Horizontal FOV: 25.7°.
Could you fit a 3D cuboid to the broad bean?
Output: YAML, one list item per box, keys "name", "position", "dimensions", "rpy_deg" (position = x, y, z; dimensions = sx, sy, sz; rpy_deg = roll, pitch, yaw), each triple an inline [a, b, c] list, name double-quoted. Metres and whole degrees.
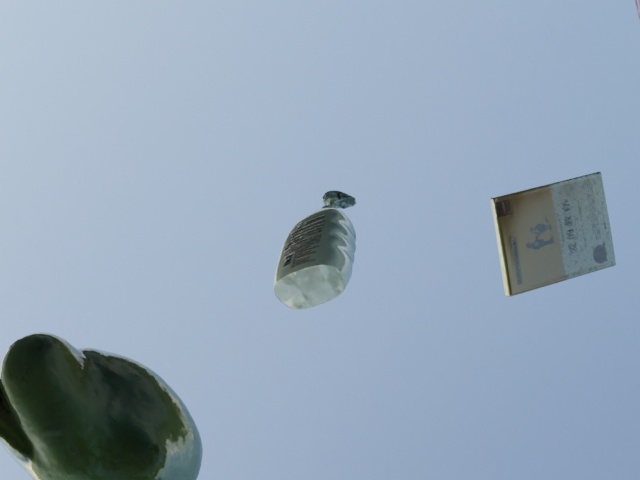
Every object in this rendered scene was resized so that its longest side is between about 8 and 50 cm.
- name: "broad bean"
  position: [-0.220, 0.177, 1.344]
  dimensions: [0.228, 0.100, 0.169]
  rpy_deg: [14, -133, -12]

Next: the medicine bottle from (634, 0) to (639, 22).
- name: "medicine bottle"
  position: [0.262, -0.177, 0.772]
  dimensions: [0.188, 0.119, 0.094]
  rpy_deg: [-13, -110, 13]

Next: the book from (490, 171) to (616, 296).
- name: "book"
  position: [0.276, -0.009, 1.656]
  dimensions: [0.172, 0.118, 0.012]
  rpy_deg: [-14, -173, -32]

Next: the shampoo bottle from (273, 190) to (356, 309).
- name: "shampoo bottle"
  position: [0.000, 0.000, 1.305]
  dimensions: [0.077, 0.045, 0.152]
  rpy_deg: [-22, -151, 22]
